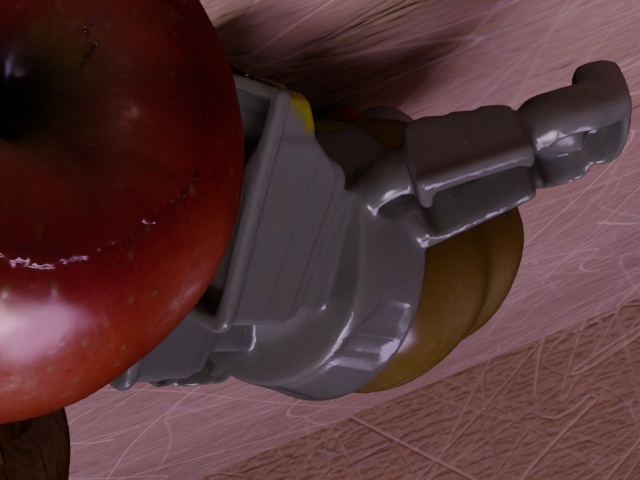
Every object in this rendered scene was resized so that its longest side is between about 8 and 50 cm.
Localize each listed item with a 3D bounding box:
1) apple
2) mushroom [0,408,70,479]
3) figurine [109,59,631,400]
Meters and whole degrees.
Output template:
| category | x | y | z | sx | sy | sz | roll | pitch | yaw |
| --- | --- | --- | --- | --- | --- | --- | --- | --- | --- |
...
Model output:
| category | x | y | z | sx | sy | sz | roll | pitch | yaw |
| --- | --- | --- | --- | --- | --- | --- | --- | --- | --- |
| apple | -0.115 | -0.024 | 0.600 | 0.181 | 0.181 | 0.168 | -17 | 162 | -24 |
| mushroom | -0.261 | 0.108 | 0.836 | 0.297 | 0.163 | 0.278 | -19 | -147 | -33 |
| figurine | 0.000 | 0.002 | 0.957 | 0.342 | 0.167 | 0.285 | -6 | 174 | 43 |
